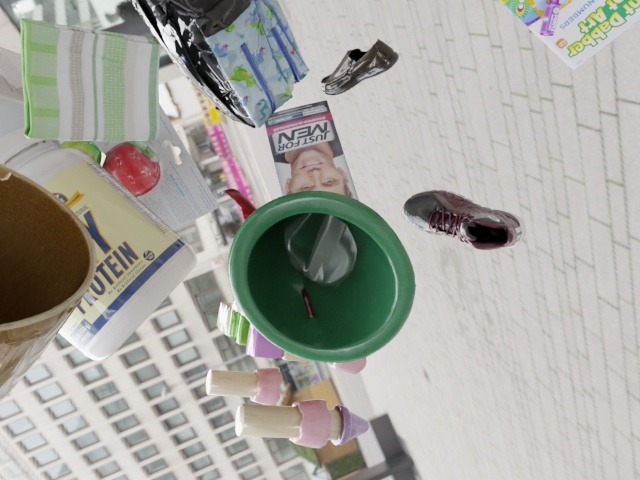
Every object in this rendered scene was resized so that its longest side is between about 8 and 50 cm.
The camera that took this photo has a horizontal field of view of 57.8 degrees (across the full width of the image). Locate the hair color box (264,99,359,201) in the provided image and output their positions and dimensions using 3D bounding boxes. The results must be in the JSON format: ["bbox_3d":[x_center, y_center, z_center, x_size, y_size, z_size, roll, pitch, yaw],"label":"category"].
[{"bbox_3d":[-0.019,-0.164,1.419,0.105,0.174,0.347,79,176,-64],"label":"hair color box"}]

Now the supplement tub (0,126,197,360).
[{"bbox_3d":[-0.386,0.004,0.914,0.325,0.235,0.235,43,176,-7],"label":"supplement tub"}]

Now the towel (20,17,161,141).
[{"bbox_3d":[-0.226,-0.157,0.591,0.023,0.152,0.113,9,103,33],"label":"towel"}]

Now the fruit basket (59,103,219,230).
[{"bbox_3d":[-0.444,-0.121,1.227,0.165,0.353,0.327,53,171,53],"label":"fruit basket"}]

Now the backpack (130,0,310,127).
[{"bbox_3d":[-0.174,-0.375,1.109,0.290,0.273,0.355,37,157,33],"label":"backpack"}]

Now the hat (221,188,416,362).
[{"bbox_3d":[0.000,0.000,0.624,0.208,0.173,0.183,49,-162,-12],"label":"hat"}]

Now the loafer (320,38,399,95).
[{"bbox_3d":[0.081,-0.417,1.375,0.078,0.220,0.080,53,-138,-24],"label":"loafer"}]

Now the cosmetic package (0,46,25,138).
[{"bbox_3d":[-0.585,-0.205,0.871,0.155,0.197,0.365,50,-166,12],"label":"cosmetic package"}]

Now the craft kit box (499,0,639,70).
[{"bbox_3d":[0.336,-0.380,0.720,0.247,0.250,0.061,33,-133,-15],"label":"craft kit box"}]

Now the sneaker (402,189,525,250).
[{"bbox_3d":[0.299,-0.045,1.271,0.162,0.281,0.106,-17,-63,-63],"label":"sneaker"}]

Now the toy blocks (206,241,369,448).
[{"bbox_3d":[-0.007,0.135,0.907,0.288,0.260,0.309,-179,98,-69],"label":"toy blocks"}]

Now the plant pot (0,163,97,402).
[{"bbox_3d":[-0.347,0.081,0.469,0.237,0.254,0.237,29,-158,-13],"label":"plant pot"}]
